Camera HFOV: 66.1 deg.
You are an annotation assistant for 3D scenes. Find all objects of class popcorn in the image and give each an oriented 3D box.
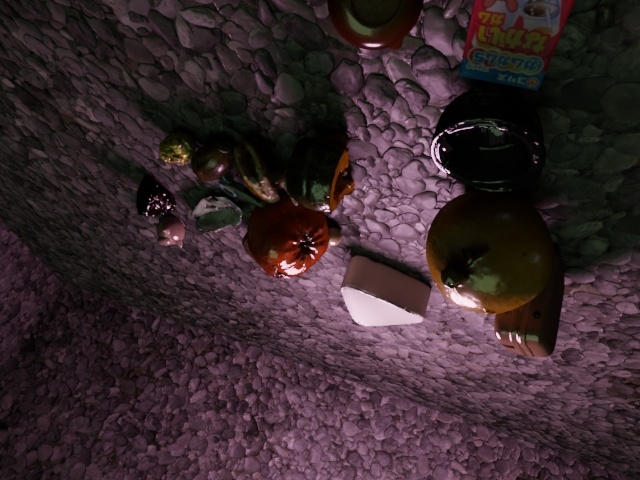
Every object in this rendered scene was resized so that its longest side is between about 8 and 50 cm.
[{"bbox_3d":[-0.450,-0.288,1.564,0.120,0.116,0.106,-30,136,11],"label":"popcorn"}]

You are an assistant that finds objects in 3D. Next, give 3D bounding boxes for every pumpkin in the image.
[{"bbox_3d":[0.013,-0.196,1.371,0.139,0.280,0.190,14,115,15],"label":"pumpkin"}]

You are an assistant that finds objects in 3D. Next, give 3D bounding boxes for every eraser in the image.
[{"bbox_3d":[0.208,0.192,1.860,0.331,0.150,0.331,16,152,9],"label":"eraser"}]

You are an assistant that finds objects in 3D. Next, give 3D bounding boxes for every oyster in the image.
[{"bbox_3d":[-0.395,-0.093,1.856,0.199,0.087,0.252,34,142,-1],"label":"oyster"}]

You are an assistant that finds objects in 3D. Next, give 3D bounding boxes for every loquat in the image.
[{"bbox_3d":[0.420,0.040,1.271,0.328,0.359,0.329,21,123,37],"label":"loquat"}]

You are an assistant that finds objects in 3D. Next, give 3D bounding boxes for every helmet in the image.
[{"bbox_3d":[0.371,-0.231,1.071,0.230,0.161,0.278,-3,156,37],"label":"helmet"}]

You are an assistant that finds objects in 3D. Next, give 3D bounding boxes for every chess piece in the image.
[{"bbox_3d":[0.000,0.000,1.747,0.170,0.094,0.094,-13,135,41],"label":"chess piece"}]

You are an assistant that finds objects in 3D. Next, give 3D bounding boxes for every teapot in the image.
[{"bbox_3d":[0.091,-0.472,0.920,0.178,0.135,0.252,-28,110,12],"label":"teapot"}]

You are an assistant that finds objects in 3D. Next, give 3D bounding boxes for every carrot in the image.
[{"bbox_3d":[-0.006,-0.268,1.374,0.216,0.048,0.048,-2,142,42],"label":"carrot"}]

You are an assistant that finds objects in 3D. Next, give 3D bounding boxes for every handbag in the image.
[{"bbox_3d":[0.627,0.198,1.454,0.149,0.302,0.283,0,149,36],"label":"handbag"}]

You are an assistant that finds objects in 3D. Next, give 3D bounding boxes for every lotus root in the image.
[{"bbox_3d":[-0.340,-0.246,1.545,0.120,0.120,0.209,37,143,-23],"label":"lotus root"}]

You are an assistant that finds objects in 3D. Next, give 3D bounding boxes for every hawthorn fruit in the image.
[{"bbox_3d":[-0.134,-0.036,1.632,0.307,0.276,0.276,34,159,33],"label":"hawthorn fruit"}]

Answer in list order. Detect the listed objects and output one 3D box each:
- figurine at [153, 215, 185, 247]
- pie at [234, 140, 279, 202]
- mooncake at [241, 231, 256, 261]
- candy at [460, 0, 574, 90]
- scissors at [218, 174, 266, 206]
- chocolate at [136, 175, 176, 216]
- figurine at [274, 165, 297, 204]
[{"bbox_3d":[-0.630,-0.038,2.059,0.125,0.138,0.125,-13,128,-17],"label":"figurine"},{"bbox_3d":[-0.198,-0.203,1.485,0.084,0.205,0.179,-27,154,-1],"label":"pie"},{"bbox_3d":[-0.176,0.014,1.854,0.228,0.124,0.228,21,151,12],"label":"mooncake"},{"bbox_3d":[0.348,-0.419,0.848,0.157,0.100,0.306,14,150,12],"label":"candy"},{"bbox_3d":[-0.266,-0.166,1.614,0.289,0.041,0.138,31,157,41],"label":"scissors"},{"bbox_3d":[-0.624,-0.156,1.899,0.133,0.156,0.156,10,162,-40],"label":"chocolate"},{"bbox_3d":[-0.083,-0.168,1.478,0.098,0.146,0.081,-9,139,43],"label":"figurine"}]
